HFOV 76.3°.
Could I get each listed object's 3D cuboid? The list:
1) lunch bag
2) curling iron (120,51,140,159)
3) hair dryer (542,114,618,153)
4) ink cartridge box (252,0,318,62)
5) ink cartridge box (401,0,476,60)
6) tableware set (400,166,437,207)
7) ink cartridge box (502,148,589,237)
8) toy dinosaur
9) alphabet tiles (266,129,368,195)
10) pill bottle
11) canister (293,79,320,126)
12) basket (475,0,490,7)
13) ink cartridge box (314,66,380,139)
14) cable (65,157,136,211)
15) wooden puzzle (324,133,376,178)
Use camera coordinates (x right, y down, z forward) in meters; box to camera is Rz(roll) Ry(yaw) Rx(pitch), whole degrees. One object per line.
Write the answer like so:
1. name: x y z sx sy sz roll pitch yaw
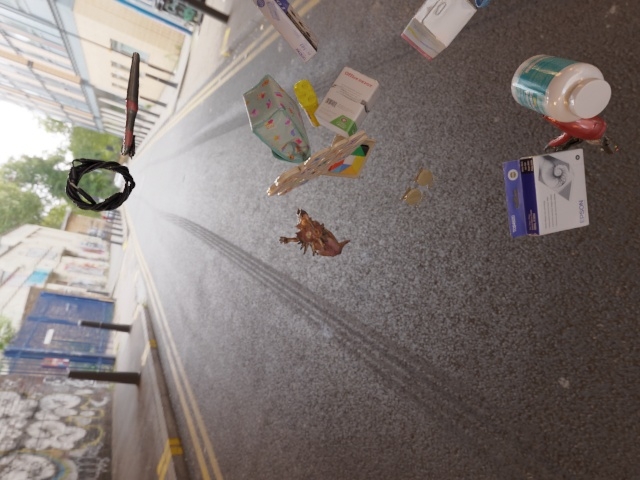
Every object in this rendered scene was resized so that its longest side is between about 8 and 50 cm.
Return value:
1. lunch bag: -0.138 -0.415 1.459 0.160 0.262 0.224 -31 54 17
2. curling iron: -0.489 -0.346 1.048 0.068 0.035 0.274 10 96 56
3. hair dryer: 0.828 -0.345 1.361 0.223 0.293 0.080 -4 60 50
4. ink cartridge box: -0.088 -0.549 1.009 0.046 0.207 0.097 -31 34 28
5. ink cartridge box: 0.333 -0.626 1.173 0.128 0.127 0.176 -51 7 10
6. tableware set: 0.483 -0.268 2.027 0.194 0.128 0.039 -60 35 15
7. ink cartridge box: 0.634 -0.131 1.142 0.045 0.223 0.224 -145 44 -79
8. toy dinosaur: 0.000 0.000 1.360 0.200 0.295 0.127 23 89 58
9. alphabet tiles: -0.008 -0.199 1.065 0.021 0.284 0.278 58 154 0
10. pill bottle: 0.644 -0.408 1.097 0.146 0.146 0.264 -61 19 25
11. canister: -0.042 -0.568 1.705 0.073 0.170 0.126 -25 71 7
12. basket: 0.583 -1.001 1.393 0.255 0.200 0.289 118 153 -69
13. ink cartridge box: 0.106 -0.523 1.561 0.160 0.092 0.219 34 90 16
14. cable: -0.631 -0.158 1.186 0.047 0.184 0.151 6 93 43
15. wooden puzzle: 0.132 -0.386 1.920 0.239 0.220 0.044 -62 40 39
